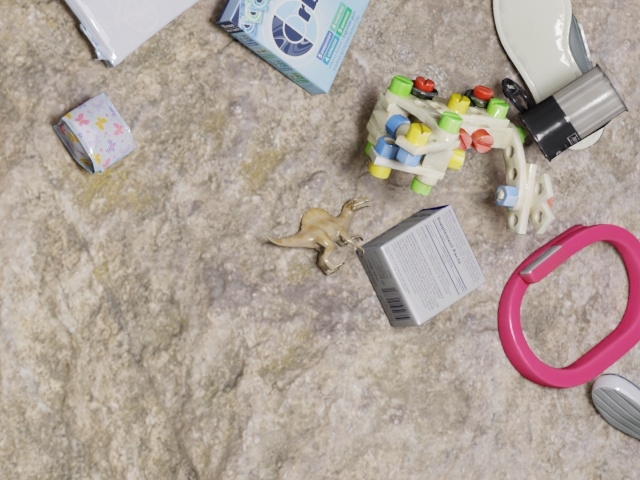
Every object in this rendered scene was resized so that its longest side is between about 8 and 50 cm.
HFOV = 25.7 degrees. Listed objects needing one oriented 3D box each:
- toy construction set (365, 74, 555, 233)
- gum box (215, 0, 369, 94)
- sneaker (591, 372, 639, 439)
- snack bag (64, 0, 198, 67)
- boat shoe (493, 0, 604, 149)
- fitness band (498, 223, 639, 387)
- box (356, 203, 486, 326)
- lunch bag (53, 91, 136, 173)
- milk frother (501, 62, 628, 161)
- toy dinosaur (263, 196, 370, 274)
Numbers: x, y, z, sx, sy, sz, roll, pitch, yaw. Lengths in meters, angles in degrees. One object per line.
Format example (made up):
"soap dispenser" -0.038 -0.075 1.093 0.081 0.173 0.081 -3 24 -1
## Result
"toy construction set" 0.197 -0.130 1.944 0.328 0.215 0.151 21 111 -35
"gum box" -0.035 -0.312 1.902 0.184 0.041 0.157 34 72 -32
"sneaker" 0.513 0.257 2.162 0.258 0.094 0.091 36 58 -31
"snack bag" -0.246 -0.443 1.811 0.342 0.037 0.323 -43 107 -27
"boat shoe" 0.348 -0.289 2.123 0.319 0.116 0.099 69 17 1
"fitness band" 0.391 0.098 2.123 0.291 0.054 0.209 -32 104 -27
"box" 0.142 0.035 1.972 0.137 0.072 0.126 -30 100 -27
"lunch bag" -0.282 -0.131 1.759 0.071 0.053 0.083 -39 95 -29
"milk frother" 0.347 -0.206 2.016 0.135 0.129 0.143 -33 84 9
"toy dinosaur" 0.000 0.000 1.918 0.183 0.053 0.092 -25 82 -35
